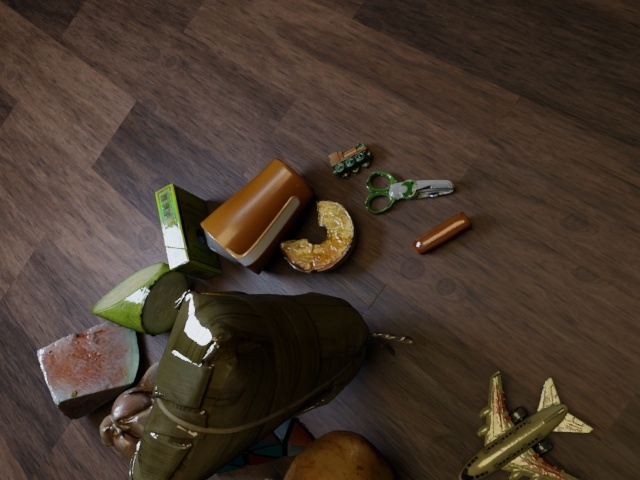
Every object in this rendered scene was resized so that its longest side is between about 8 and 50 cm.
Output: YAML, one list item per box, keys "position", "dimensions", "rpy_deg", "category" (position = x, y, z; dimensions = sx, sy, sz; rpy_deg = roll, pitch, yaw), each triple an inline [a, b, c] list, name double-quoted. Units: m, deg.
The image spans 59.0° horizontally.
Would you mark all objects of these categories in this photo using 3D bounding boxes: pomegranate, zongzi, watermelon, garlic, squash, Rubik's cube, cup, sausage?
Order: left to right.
- position: [-0.599, 0.307, 1.426]
  dimensions: [0.262, 0.201, 0.213]
  rpy_deg: [-31, 65, 5]
  category: "watermelon"
- position: [-0.480, 0.123, 1.425]
  dimensions: [0.261, 0.189, 0.189]
  rpy_deg: [18, 84, 25]
  category: "squash"
- position: [-0.401, 0.412, 1.333]
  dimensions: [0.160, 0.191, 0.214]
  rpy_deg: [43, 84, 4]
  category: "garlic"
- position: [-0.182, 0.381, 1.291]
  dimensions: [0.250, 0.284, 0.234]
  rpy_deg: [-51, 33, 42]
  category: "Rubik's cube"
- position: [-0.116, 0.314, 1.105]
  dimensions: [0.218, 0.500, 0.467]
  rpy_deg: [42, 114, 37]
  category: "zongzi"
- position: [-0.136, -0.051, 1.314]
  dimensions: [0.264, 0.182, 0.226]
  rpy_deg: [-49, 27, -1]
  category: "cup"
- position: [0.033, 0.487, 1.066]
  dimensions: [0.248, 0.248, 0.248]
  rpy_deg: [-7, 73, 23]
  category: "pomegranate"
- position: [0.256, -0.012, 1.200]
  dimensions: [0.131, 0.041, 0.039]
  rpy_deg: [-31, 70, 15]
  category: "sausage"

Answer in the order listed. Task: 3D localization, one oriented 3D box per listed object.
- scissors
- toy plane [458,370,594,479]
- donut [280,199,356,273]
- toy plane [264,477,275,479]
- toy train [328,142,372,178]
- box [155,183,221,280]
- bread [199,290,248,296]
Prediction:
- position: [0.197, -0.114, 1.265]
  dimensions: [0.204, 0.027, 0.101]
  rpy_deg: [-3, 77, 27]
  category: "scissors"
- position: [0.353, 0.363, 1.022]
  dimensions: [0.244, 0.092, 0.229]
  rpy_deg: [-40, 65, 11]
  category: "toy plane"
- position: [0.009, 0.005, 1.297]
  dimensions: [0.146, 0.078, 0.181]
  rpy_deg: [41, 89, 27]
  category: "donut"
- position: [-0.099, 0.614, 1.133]
  dimensions: [0.104, 0.242, 0.256]
  rpy_deg: [16, 50, -8]
  category: "toy plane"
- position: [0.072, -0.192, 1.340]
  dimensions: [0.103, 0.044, 0.064]
  rpy_deg: [-26, 56, 17]
  category: "toy train"
- position: [-0.331, -0.018, 1.423]
  dimensions: [0.064, 0.141, 0.220]
  rpy_deg: [-23, 66, 17]
  category: "box"
- position: [-0.176, 0.177, 1.259]
  dimensions: [0.192, 0.210, 0.109]
  rpy_deg: [0, 71, 25]
  category: "bread"
